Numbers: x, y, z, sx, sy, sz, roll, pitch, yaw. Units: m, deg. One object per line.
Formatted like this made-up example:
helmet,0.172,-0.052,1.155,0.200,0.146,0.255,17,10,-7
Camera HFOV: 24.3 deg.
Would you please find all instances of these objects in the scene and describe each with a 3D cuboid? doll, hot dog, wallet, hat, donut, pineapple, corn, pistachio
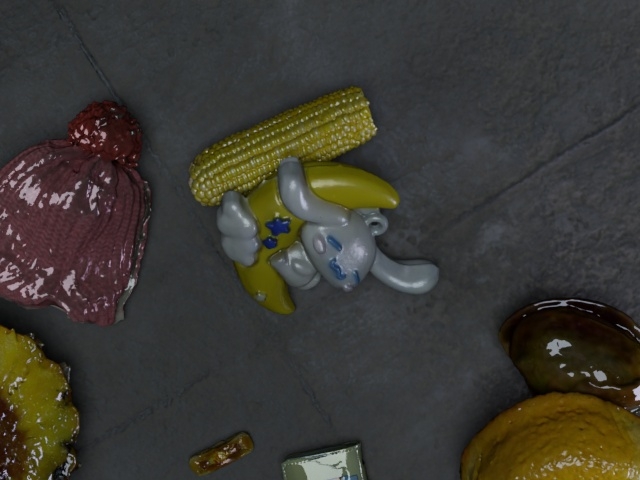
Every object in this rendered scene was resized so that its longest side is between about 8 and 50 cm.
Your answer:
doll,0.000,0.000,1.846,0.237,0.111,0.252,-21,124,10
hot dog,-0.130,0.281,1.941,0.090,0.034,0.030,-27,97,4
wallet,0.014,0.348,1.943,0.110,0.039,0.155,-12,96,2
hat,-0.310,-0.044,1.868,0.236,0.107,0.286,19,100,-29
donut,0.319,0.330,1.842,0.302,0.110,0.303,2,124,3
pineapple,-0.398,0.219,1.908,0.161,0.158,0.335,-34,102,-33
corn,-0.049,-0.116,1.860,0.248,0.081,0.081,-24,96,5
pistachio,0.322,0.153,1.863,0.210,0.130,0.165,27,101,7
